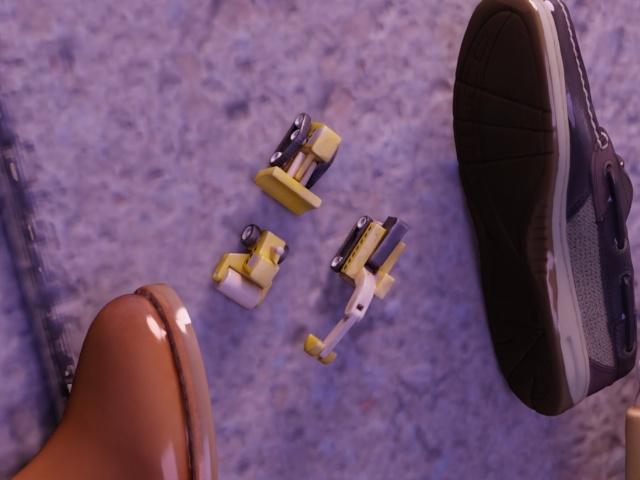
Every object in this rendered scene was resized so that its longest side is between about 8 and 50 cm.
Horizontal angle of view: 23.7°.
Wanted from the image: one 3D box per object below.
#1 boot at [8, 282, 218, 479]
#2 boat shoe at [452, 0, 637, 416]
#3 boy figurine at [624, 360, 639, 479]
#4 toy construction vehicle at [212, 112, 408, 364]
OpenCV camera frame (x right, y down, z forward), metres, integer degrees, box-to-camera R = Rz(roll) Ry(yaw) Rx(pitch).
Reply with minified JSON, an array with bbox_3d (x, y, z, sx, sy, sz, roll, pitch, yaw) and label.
[{"bbox_3d":[-0.169,0.148,0.657,0.220,0.109,0.283,9,98,-23],"label":"boot"},{"bbox_3d":[0.123,-0.022,0.790,0.073,0.080,0.224,-17,107,-30],"label":"boat shoe"},{"bbox_3d":[0.222,0.120,0.841,0.177,0.092,0.285,15,90,-42],"label":"boy figurine"},{"bbox_3d":[0.000,0.000,0.751,0.086,0.035,0.098,39,78,-24],"label":"toy construction vehicle"}]
